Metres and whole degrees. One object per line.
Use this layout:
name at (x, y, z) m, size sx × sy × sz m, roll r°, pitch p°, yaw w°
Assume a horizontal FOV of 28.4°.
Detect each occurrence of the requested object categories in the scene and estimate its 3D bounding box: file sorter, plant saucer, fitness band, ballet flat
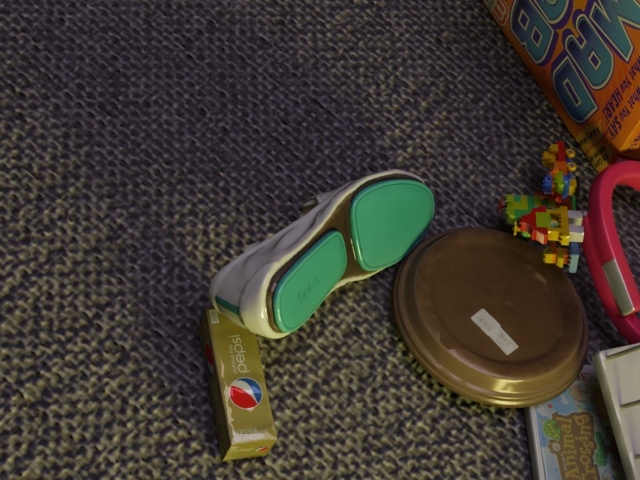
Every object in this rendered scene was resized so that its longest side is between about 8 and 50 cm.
file sorter at (0.497, 0.243, 1.570) m, size 0.193 × 0.173 × 0.278 m, roll -8°, pitch 78°, yaw -27°
plant saucer at (0.232, 0.091, 1.681) m, size 0.278 × 0.041 × 0.278 m, roll 8°, pitch 54°, yaw -12°
fitness band at (0.462, 0.028, 1.762) m, size 0.209 × 0.054 × 0.291 m, roll -2°, pitch 69°, yaw -35°
ballet flat at (0.000, 0.000, 1.616) m, size 0.139 × 0.139 × 0.400 m, roll 44°, pitch 40°, yaw 10°

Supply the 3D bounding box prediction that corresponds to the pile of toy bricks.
pile of toy bricks at (0.297, -0.042, 1.737) m, size 0.105 × 0.118 × 0.212 m, roll 3°, pitch 40°, yaw 4°

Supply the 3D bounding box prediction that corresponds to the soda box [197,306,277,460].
soda box at (-0.103, 0.172, 1.542) m, size 0.058 × 0.061 × 0.181 m, roll -4°, pitch 63°, yaw -18°

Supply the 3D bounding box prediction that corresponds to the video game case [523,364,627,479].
video game case at (0.363, 0.262, 1.651) m, size 0.193 × 0.023 × 0.212 m, roll 4°, pitch 61°, yaw -14°

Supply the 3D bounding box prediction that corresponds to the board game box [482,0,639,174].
board game box at (0.506, -0.376, 1.823) m, size 0.356 × 0.356 × 0.356 m, roll -23°, pitch 70°, yaw -17°
